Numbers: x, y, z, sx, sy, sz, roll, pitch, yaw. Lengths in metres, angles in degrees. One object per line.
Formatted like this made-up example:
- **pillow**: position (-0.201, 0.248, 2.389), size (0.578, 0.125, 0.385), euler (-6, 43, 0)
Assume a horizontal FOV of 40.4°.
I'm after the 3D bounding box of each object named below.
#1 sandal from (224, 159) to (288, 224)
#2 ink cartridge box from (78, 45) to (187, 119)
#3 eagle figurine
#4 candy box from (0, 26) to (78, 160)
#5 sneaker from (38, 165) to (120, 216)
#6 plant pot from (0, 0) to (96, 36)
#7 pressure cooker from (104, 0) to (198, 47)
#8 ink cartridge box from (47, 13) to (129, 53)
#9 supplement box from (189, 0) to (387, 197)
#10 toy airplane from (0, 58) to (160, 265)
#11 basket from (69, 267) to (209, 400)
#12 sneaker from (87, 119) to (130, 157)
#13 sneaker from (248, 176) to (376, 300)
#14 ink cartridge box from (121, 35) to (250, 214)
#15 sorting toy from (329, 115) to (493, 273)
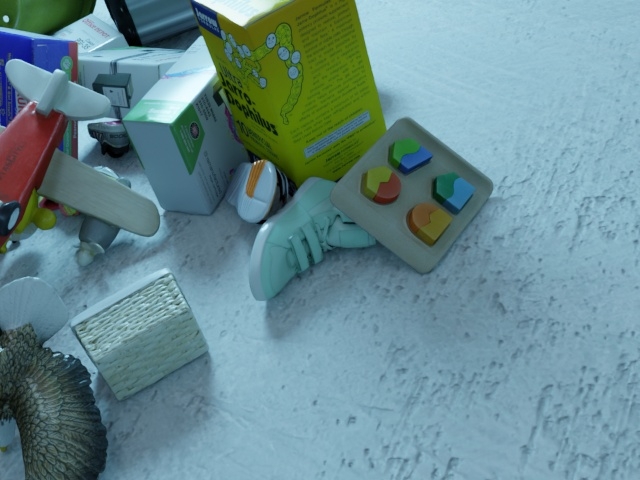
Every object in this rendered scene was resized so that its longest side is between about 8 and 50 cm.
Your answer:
- **sandal**: position (-0.094, -0.081, 1.455), size (0.102, 0.076, 0.265), euler (-66, 19, 4)
- **ink cartridge box**: position (-0.348, -0.318, 1.761), size (0.289, 0.122, 0.211), euler (12, 22, 33)
- **eagle figurine**: position (-0.421, 0.220, 1.170), size (0.226, 0.225, 0.298), euler (-25, 33, -5)
- **candy box**: position (-0.634, -0.292, 1.763), size (0.317, 0.268, 0.122), euler (17, 20, 33)
- **sneaker**: position (-0.441, -0.081, 1.627), size (0.208, 0.081, 0.094), euler (1, 51, 31)
- **plant pot**: position (-0.748, -0.584, 2.023), size (0.366, 0.367, 0.353), euler (-12, 23, 9)
- **pressure cooker**: position (-0.329, -0.685, 2.038), size (0.420, 0.370, 0.375), euler (-20, 34, -7)
- **ink cartridge box**: position (-0.585, -0.387, 1.994), size (0.283, 0.117, 0.207), euler (-34, 41, -17)
- **supplement box**: position (-0.042, -0.267, 1.455), size (0.195, 0.357, 0.194), euler (-33, 41, -17)
- **toy airplane**: position (-0.518, -0.113, 1.498), size (0.384, 0.272, 0.386), euler (-18, 64, -29)
- **basket**: position (-0.259, 0.139, 1.267), size (0.167, 0.113, 0.103), euler (-29, 45, -13)
- **sneaker**: position (-0.429, -0.204, 1.767), size (0.063, 0.075, 0.170), euler (-10, 10, -31)
- **sneaker**: position (0.000, -0.001, 1.338), size (0.151, 0.094, 0.256), euler (11, 49, 28)
- **ink cartridge box**: position (-0.208, -0.214, 1.579), size (0.117, 0.201, 0.278), euler (7, 46, 27)
- **sorting toy**: position (0.145, -0.078, 1.336), size (0.193, 0.038, 0.208), euler (39, 62, 6)
